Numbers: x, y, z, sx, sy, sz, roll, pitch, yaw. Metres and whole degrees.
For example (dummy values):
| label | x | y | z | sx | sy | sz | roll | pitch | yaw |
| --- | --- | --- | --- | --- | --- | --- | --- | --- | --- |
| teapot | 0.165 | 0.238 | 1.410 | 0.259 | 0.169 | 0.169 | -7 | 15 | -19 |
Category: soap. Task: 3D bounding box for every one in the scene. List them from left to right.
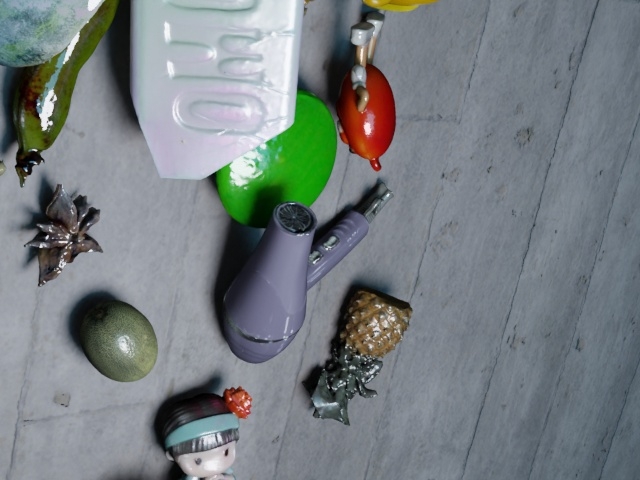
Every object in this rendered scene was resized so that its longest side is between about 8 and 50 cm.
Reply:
| label | x | y | z | sx | sy | sz | roll | pitch | yaw |
| --- | --- | --- | --- | --- | --- | --- | --- | --- | --- |
| soap | -0.130 | -0.249 | 1.570 | 0.208 | 0.115 | 0.347 | 3 | 120 | -6 |

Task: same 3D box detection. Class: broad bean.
| label | x | y | z | sx | sy | sz | roll | pitch | yaw |
| --- | --- | --- | --- | --- | --- | --- | --- | --- | --- |
| broad bean | -0.305 | -0.224 | 1.521 | 0.077 | 0.061 | 0.339 | 19 | 99 | -54 |

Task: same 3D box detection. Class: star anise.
| label | x | y | z | sx | sy | sz | roll | pitch | yaw |
| --- | --- | --- | --- | --- | --- | --- | --- | --- | --- |
| star anise | -0.325 | -0.017 | 1.616 | 0.124 | 0.056 | 0.129 | -33 | 135 | -41 |

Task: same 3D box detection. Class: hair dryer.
| label | x | y | z | sx | sy | sz | roll | pitch | yaw |
| --- | --- | --- | --- | --- | --- | --- | --- | --- | --- |
| hair dryer | 0.000 | 0.000 | 1.883 | 0.361 | 0.121 | 0.301 | -43 | 162 | -40 |

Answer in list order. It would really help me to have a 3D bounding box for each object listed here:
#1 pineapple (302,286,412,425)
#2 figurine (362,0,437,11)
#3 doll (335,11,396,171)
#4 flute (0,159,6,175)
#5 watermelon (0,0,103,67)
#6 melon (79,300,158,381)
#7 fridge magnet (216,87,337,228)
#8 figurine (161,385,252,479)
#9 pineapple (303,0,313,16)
| label | x | y | z | sx | sy | sz | roll | pitch | yaw |
| --- | --- | --- | --- | --- | --- | --- | --- | --- | --- |
| pineapple | 0.054 | 0.191 | 2.059 | 0.111 | 0.119 | 0.237 | -72 | -172 | -79 |
| figurine | 0.109 | -0.401 | 1.714 | 0.228 | 0.215 | 0.215 | 22 | 96 | -49 |
| doll | 0.065 | -0.209 | 1.825 | 0.183 | 0.085 | 0.217 | -58 | 147 | -70 |
| flute | -0.473 | -0.064 | 1.477 | 0.233 | 0.027 | 0.027 | -16 | 122 | -37 |
| watermelon | -0.306 | -0.340 | 1.374 | 0.188 | 0.175 | 0.321 | 19 | 97 | -47 |
| melon | -0.272 | 0.138 | 1.724 | 0.098 | 0.098 | 0.130 | -43 | 139 | -17 |
| fridge magnet | -0.063 | -0.116 | 1.786 | 0.208 | 0.088 | 0.208 | -21 | 124 | -35 |
| figurine | -0.170 | 0.333 | 1.922 | 0.138 | 0.110 | 0.245 | -25 | 132 | -34 |
| pineapple | -0.079 | -0.345 | 1.659 | 0.225 | 0.076 | 0.224 | -23 | 128 | -33 |
